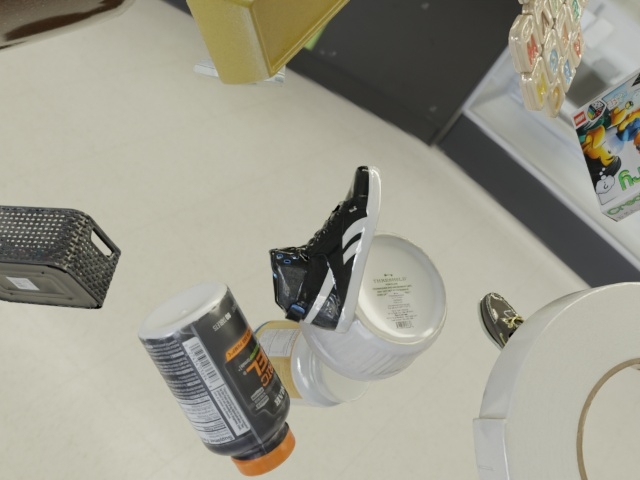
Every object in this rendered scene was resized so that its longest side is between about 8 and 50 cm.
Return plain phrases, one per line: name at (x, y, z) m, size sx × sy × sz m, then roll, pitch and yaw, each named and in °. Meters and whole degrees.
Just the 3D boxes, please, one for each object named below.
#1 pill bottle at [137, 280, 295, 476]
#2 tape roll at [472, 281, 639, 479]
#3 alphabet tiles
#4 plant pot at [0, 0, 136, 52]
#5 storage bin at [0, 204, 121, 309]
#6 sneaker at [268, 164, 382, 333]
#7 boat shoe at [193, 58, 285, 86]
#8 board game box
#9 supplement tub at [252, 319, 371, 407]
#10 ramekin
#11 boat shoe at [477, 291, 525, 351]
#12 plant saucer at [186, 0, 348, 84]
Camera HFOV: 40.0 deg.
pill bottle at (-0.123, 0.186, 1.137) m, size 0.246 × 0.130 × 0.130 m, roll 63°, pitch 29°, yaw -19°
tape roll at (0.367, 0.242, 1.030) m, size 0.392 × 0.072 × 0.392 m, roll 3°, pitch 80°, yaw -19°
alphabet tiles at (0.331, -0.324, 1.241) m, size 0.021 × 0.278 × 0.284 m, roll 8°, pitch 54°, yaw 32°
plant pot at (-0.218, -0.142, 0.329) m, size 0.215 × 0.215 × 0.230 m, roll 44°, pitch 55°, yaw 12°
storage bin at (-0.368, 0.022, 1.140) m, size 0.180 × 0.122 × 0.084 m, roll 2°, pitch 60°, yaw 18°
sneaker at (0.000, 0.000, 1.099) m, size 0.121 × 0.217 × 0.079 m, roll 13°, pitch -5°, yaw -8°
boat shoe at (-0.169, -0.376, 1.876) m, size 0.227 × 0.081 × 0.079 m, roll 10°, pitch -1°, yaw 29°
board game box at (0.517, -0.182, 1.261) m, size 0.053 × 0.305 × 0.193 m, roll 20°, pitch 48°, yaw -35°
supplement tub at (-0.023, 0.201, 1.452) m, size 0.144 × 0.199 × 0.144 m, roll 6°, pitch 81°, yaw -43°
ramekin at (0.080, 0.084, 1.228) m, size 0.207 × 0.109 × 0.207 m, roll 12°, pitch 62°, yaw -24°
boat shoe at (0.362, 0.180, 1.610) m, size 0.081 × 0.069 × 0.228 m, roll -5°, pitch 52°, yaw -26°
plant saucer at (-0.039, -0.402, 1.353) m, size 0.081 × 0.333 × 0.333 m, roll 41°, pitch -9°, yaw 14°
